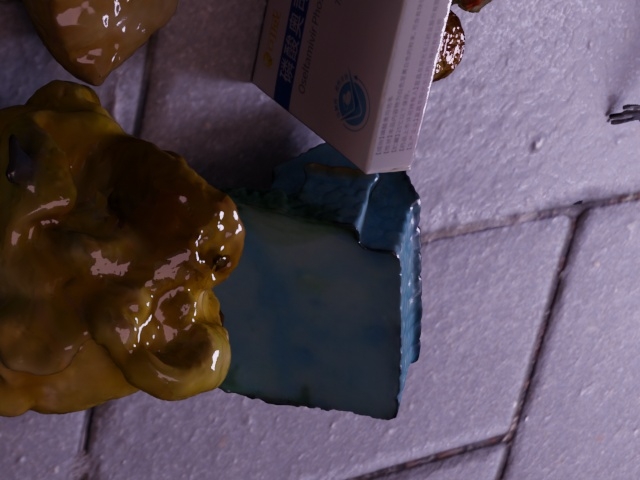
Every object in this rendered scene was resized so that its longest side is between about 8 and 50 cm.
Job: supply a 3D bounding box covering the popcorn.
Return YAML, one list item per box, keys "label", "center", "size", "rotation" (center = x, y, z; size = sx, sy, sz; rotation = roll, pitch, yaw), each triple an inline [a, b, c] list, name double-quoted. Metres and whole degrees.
- label: "popcorn"
  center: [-0.219, -0.002, 1.615]
  size: [0.315, 0.297, 0.281]
  rotation: [-3, 153, 7]

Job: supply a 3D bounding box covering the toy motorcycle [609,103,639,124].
- label: "toy motorcycle"
  center: [0.541, -0.190, 2.249]
  size: [0.207, 0.401, 0.134]
  rotation: [57, 33, -75]

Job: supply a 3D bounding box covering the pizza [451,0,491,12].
- label: "pizza"
  center: [0.169, -0.310, 1.818]
  size: [0.297, 0.071, 0.189]
  rotation: [33, 79, -84]

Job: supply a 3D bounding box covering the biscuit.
- label: "biscuit"
  center: [-0.146, -0.277, 1.646]
  size: [0.274, 0.091, 0.213]
  rotation: [-38, 140, -13]

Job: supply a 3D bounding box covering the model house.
- label: "model house"
  center: [0.000, 0.000, 1.943]
  size: [0.241, 0.226, 0.261]
  rotation: [-66, 161, -47]

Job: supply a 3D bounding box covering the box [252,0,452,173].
- label: "box"
  center: [0.042, -0.257, 1.749]
  size: [0.065, 0.200, 0.343]
  rotation: [-9, 125, -35]

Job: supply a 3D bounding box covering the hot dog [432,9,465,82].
- label: "hot dog"
  center: [0.081, -0.194, 1.931]
  size: [0.147, 0.065, 0.099]
  rotation: [-15, 129, -42]
